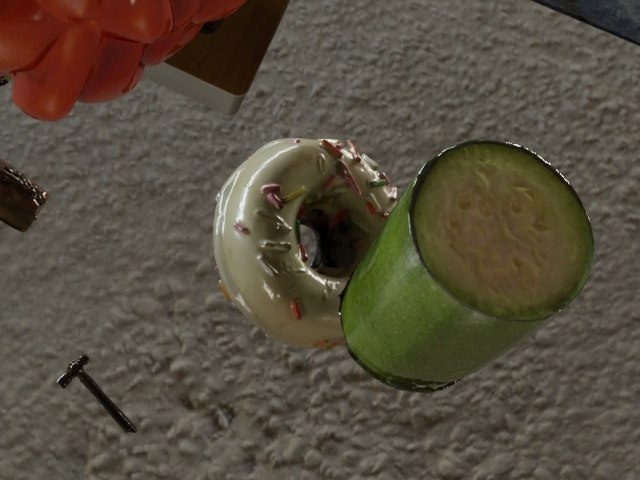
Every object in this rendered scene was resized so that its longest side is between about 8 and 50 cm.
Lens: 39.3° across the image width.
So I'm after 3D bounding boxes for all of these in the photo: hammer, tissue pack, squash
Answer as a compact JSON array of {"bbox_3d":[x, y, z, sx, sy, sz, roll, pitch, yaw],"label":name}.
[{"bbox_3d":[-0.360,0.264,1.474,0.065,0.178,0.021,-45,33,-20],"label":"hammer"},{"bbox_3d":[-0.119,-0.297,1.090,0.160,0.136,0.246,24,83,-7],"label":"tissue pack"},{"bbox_3d":[0.191,0.055,1.288,0.263,0.384,0.263,5,66,-11],"label":"squash"}]

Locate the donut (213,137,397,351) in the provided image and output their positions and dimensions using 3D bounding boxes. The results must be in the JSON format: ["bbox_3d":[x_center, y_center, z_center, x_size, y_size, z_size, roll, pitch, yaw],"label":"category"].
[{"bbox_3d":[0.000,0.000,1.538,0.383,0.142,0.382,7,77,-33],"label":"donut"}]

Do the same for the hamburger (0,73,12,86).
[{"bbox_3d":[-0.691,-0.453,1.886,0.237,0.276,0.276,-8,60,-13],"label":"hamburger"}]

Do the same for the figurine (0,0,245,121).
[{"bbox_3d":[-0.214,-0.276,0.511,0.412,0.241,0.306,37,43,-33],"label":"figurine"}]

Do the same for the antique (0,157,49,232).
[{"bbox_3d":[-0.688,-0.137,1.773,0.310,0.087,0.093,35,96,-14],"label":"antique"}]

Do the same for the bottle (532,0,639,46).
[{"bbox_3d":[0.159,-0.148,0.443,0.330,0.093,0.093,25,58,7],"label":"bottle"}]
